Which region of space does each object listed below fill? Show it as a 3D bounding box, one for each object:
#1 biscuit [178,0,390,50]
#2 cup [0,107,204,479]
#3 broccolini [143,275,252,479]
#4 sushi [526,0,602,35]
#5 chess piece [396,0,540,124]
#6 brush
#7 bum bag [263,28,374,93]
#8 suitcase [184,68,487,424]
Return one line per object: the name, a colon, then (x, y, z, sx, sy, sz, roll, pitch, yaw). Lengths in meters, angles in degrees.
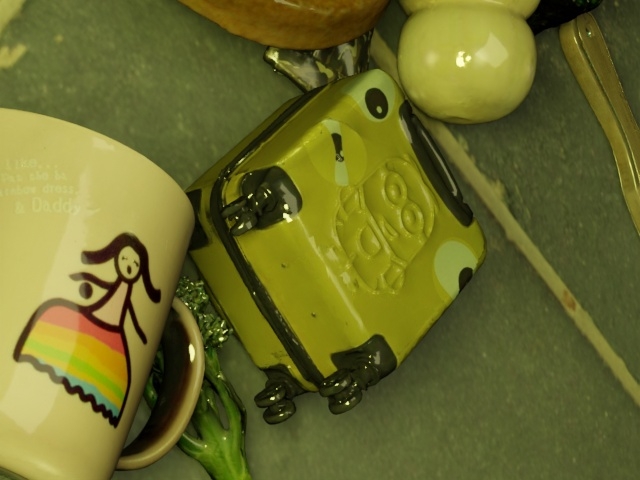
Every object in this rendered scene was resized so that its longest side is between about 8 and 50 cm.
biscuit: (-0.068, -0.336, 1.393, 0.350, 0.070, 0.394, 29, 52, -21)
cup: (-0.172, 0.067, 1.090, 0.253, 0.191, 0.200, 37, 56, -42)
broccolini: (-0.092, 0.108, 1.271, 0.068, 0.091, 0.203, -98, 171, -57)
sushi: (0.222, -0.312, 1.690, 0.124, 0.127, 0.225, 30, 59, -40)
chess piece: (0.132, -0.249, 1.565, 0.167, 0.167, 0.300, 13, 75, -45)
brush: (0.332, -0.083, 1.791, 0.070, 0.065, 0.327, -36, 104, -45)
bum bag: (0.013, -0.211, 1.469, 0.102, 0.069, 0.248, 26, 57, -22)
suitcase: (0.000, 0.000, 1.332, 0.235, 0.143, 0.194, -46, 111, -44)
